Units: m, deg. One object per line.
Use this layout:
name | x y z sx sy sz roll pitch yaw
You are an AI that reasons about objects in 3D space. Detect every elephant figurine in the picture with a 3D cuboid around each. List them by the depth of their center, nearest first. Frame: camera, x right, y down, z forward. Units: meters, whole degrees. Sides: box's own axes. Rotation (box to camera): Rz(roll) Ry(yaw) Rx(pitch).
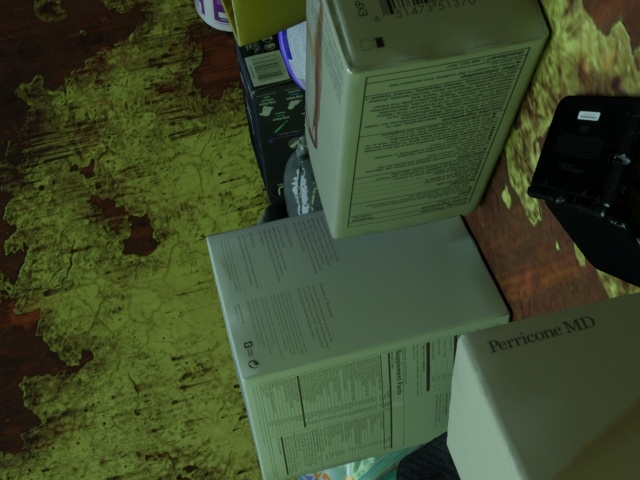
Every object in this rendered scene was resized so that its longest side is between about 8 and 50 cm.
elephant figurine | 0.000 0.000 1.310 0.169 0.186 0.239 -168 97 -72

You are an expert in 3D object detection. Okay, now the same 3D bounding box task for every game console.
game console | 0.187 -0.031 0.614 0.122 0.071 0.107 -137 64 -77

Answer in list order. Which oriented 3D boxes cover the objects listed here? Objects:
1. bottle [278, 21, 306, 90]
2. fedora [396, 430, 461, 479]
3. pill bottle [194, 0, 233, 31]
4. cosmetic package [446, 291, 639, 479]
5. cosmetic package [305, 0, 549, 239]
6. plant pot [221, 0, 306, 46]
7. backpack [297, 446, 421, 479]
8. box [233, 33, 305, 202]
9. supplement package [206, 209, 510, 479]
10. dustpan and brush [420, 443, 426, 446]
bottle | 0.036 -0.212 1.077 0.283 0.092 0.118 33 145 67
fedora | 0.156 0.267 0.855 0.334 0.153 0.334 167 90 -83
pill bottle | -0.189 -0.580 1.997 0.301 0.169 0.169 95 160 -68
cosmetic package | 0.183 0.175 0.438 0.113 0.160 0.309 86 168 -48
cosmetic package | 0.070 -0.125 0.816 0.296 0.153 0.129 96 160 -66
plant pot | -0.027 -0.355 1.005 0.212 0.187 0.212 -111 11 -50
backpack | 0.070 0.264 1.279 0.191 0.225 0.253 54 168 14
box | -0.052 -0.221 1.669 0.270 0.143 0.165 84 171 -51
supplement package | 0.037 0.097 1.030 0.198 0.263 0.199 84 170 -46
dustpan and brush | 0.130 0.171 1.150 0.060 0.147 0.211 102 -177 -46
